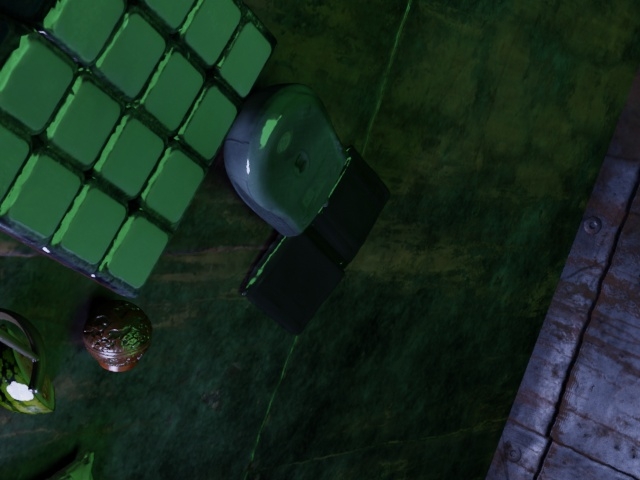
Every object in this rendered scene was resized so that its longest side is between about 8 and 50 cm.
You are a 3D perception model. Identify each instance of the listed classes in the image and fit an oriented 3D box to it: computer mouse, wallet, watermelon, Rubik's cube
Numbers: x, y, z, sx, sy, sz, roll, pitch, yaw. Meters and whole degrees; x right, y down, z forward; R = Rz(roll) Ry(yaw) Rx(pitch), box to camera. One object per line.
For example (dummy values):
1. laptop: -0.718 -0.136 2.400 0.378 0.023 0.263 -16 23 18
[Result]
1. computer mouse: -0.062 -0.131 1.929 0.188 0.122 0.371 -57 156 -8
2. wallet: 0.000 0.000 2.194 0.323 0.041 0.247 -57 148 -7
3. watermelon: -0.415 0.197 1.688 0.069 0.087 0.163 -22 138 0
4. Rubik's cube: -0.307 -0.187 1.282 0.337 0.344 0.344 -60 151 -7

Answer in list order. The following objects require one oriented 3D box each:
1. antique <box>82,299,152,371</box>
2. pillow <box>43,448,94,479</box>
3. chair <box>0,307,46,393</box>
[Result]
1. antique: -0.290 0.132 1.776 0.104 0.104 0.104 -36 139 -40
2. pillow: -0.430 0.486 1.834 0.274 0.076 0.281 -31 136 -47
3. chair: -0.463 0.123 1.424 0.166 0.188 0.272 -61 146 -6
